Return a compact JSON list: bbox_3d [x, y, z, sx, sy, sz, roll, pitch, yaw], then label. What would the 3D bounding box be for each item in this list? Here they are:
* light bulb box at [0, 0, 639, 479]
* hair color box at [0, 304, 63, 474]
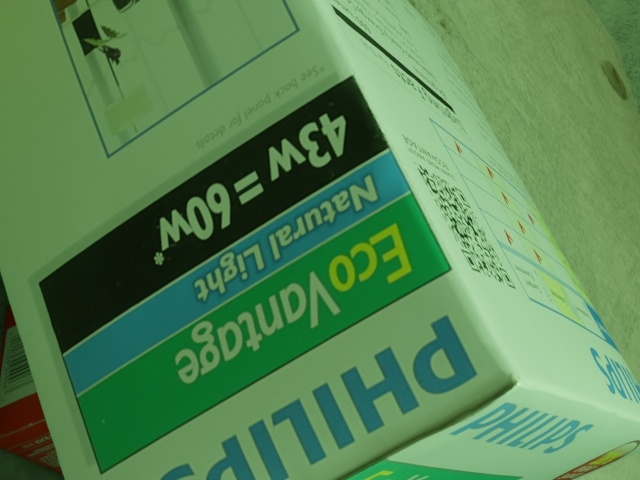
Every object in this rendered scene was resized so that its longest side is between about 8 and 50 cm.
[{"bbox_3d":[0.000,0.000,0.659,0.358,0.225,0.361,25,37,-60],"label":"light bulb box"},{"bbox_3d":[-0.118,0.103,0.654,0.167,0.053,0.093,40,36,-45],"label":"hair color box"}]
